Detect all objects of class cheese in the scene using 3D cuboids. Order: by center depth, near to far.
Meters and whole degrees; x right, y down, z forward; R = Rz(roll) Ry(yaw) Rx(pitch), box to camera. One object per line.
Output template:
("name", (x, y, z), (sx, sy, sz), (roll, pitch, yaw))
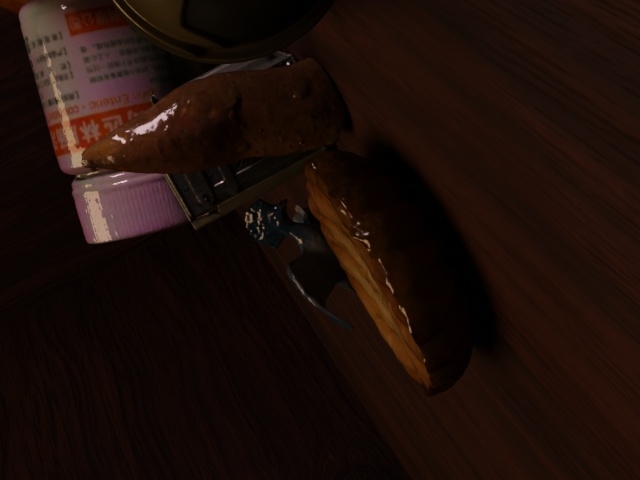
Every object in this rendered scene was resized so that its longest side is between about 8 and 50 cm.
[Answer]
("cheese", (0.000, 0.000, 1.644), (0.135, 0.052, 0.244), (63, 172, -33))

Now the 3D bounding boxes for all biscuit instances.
("biscuit", (0.089, 0.031, 0.993), (0.325, 0.107, 0.326), (62, 175, 11))

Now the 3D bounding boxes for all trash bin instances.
("trash bin", (-0.085, -0.256, 0.695), (0.214, 0.214, 0.334), (62, 177, -8))

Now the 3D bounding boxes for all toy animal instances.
("toy animal", (0.011, 0.022, 1.233), (0.255, 0.176, 0.239), (61, -152, -26))

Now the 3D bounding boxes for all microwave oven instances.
("microwave oven", (-0.129, -0.160, 1.193), (0.194, 0.240, 0.145), (64, 172, -26))

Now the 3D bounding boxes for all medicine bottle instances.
("medicine bottle", (-0.333, -0.202, 1.313), (0.219, 0.219, 0.388), (-151, 48, -76))

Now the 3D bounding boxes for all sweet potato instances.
("sweet potato", (-0.143, -0.154, 1.047), (0.131, 0.337, 0.131), (169, 90, -83))

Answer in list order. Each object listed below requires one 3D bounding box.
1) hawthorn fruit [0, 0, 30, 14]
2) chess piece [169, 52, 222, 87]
("hawthorn fruit", (-0.631, -0.699, 1.854), (0.471, 0.472, 0.472), (59, 172, 13))
("chess piece", (-0.267, -0.367, 1.481), (0.442, 0.234, 0.234), (64, 172, -4))
